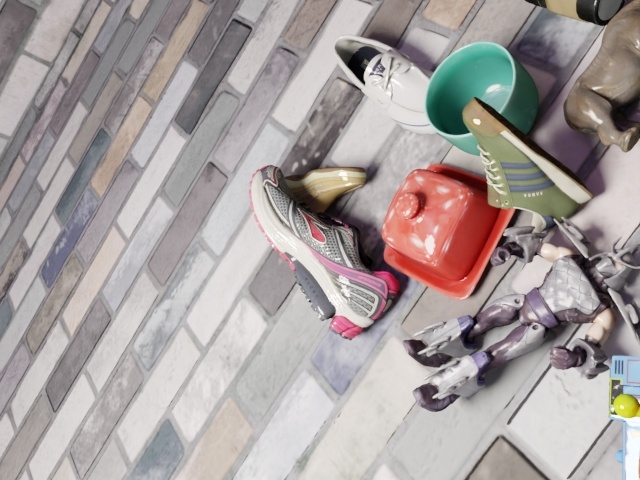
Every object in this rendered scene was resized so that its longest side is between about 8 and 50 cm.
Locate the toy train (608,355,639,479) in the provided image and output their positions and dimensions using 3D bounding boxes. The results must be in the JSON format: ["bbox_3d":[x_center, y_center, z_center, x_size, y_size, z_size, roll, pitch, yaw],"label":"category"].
[{"bbox_3d":[0.329,0.194,0.613,0.105,0.080,0.184,-8,71,50],"label":"toy train"}]

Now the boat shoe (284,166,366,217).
[{"bbox_3d":[0.000,-0.071,1.037,0.190,0.068,0.072,-8,81,50],"label":"boat shoe"}]

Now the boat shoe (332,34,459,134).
[{"bbox_3d":[0.101,-0.240,0.987,0.258,0.084,0.095,40,102,44],"label":"boat shoe"}]

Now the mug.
[{"bbox_3d":[0.211,-0.163,0.846,0.129,0.097,0.158,4,77,43],"label":"mug"}]

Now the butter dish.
[{"bbox_3d":[0.140,-0.028,0.843,0.160,0.118,0.160,30,94,45],"label":"butter dish"}]

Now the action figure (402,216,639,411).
[{"bbox_3d":[0.229,0.088,0.732,0.285,0.099,0.185,-37,47,22],"label":"action figure"}]

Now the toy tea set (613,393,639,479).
[{"bbox_3d":[0.386,0.169,0.450,0.335,0.124,0.200,-7,35,-1],"label":"toy tea set"}]

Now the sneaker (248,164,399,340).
[{"bbox_3d":[0.000,0.000,0.964,0.112,0.121,0.299,-40,67,9],"label":"sneaker"}]

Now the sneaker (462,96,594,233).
[{"bbox_3d":[0.218,-0.074,0.749,0.086,0.192,0.064,-48,21,25],"label":"sneaker"}]

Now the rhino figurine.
[{"bbox_3d":[0.366,-0.218,0.743,0.106,0.073,0.243,33,95,42],"label":"rhino figurine"}]

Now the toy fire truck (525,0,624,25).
[{"bbox_3d":[0.351,-0.401,0.746,0.246,0.217,0.158,-47,46,-2],"label":"toy fire truck"}]
